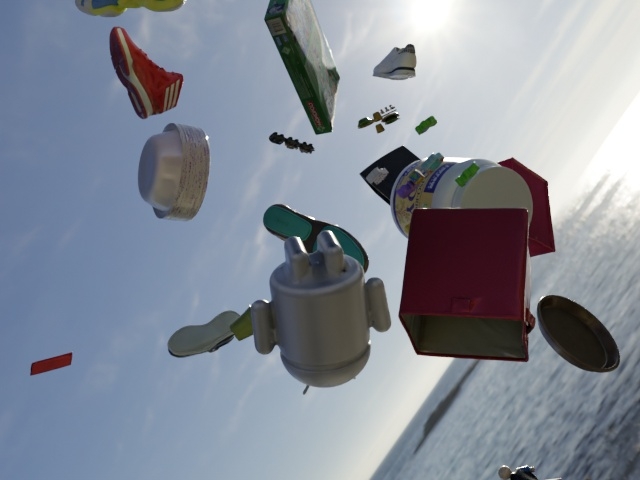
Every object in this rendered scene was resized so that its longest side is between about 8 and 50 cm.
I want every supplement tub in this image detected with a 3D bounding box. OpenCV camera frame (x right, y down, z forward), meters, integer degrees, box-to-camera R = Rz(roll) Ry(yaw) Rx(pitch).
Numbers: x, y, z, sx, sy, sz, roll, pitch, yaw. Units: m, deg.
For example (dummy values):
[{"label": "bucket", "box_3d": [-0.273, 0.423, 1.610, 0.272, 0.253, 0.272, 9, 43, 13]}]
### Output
[{"label": "supplement tub", "box_3d": [0.346, -0.087, 1.765, 0.241, 0.241, 0.331, -53, 20, -8]}]

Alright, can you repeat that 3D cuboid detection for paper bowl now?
[{"label": "paper bowl", "box_3d": [-0.440, -0.202, 2.060, 0.148, 0.284, 0.284, 7, -55, -31]}]

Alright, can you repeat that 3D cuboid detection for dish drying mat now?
[{"label": "dish drying mat", "box_3d": [-0.529, 0.242, 1.381, 0.083, 0.008, 0.032, -10, -51, -46]}]

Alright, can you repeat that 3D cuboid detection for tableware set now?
[{"label": "tableware set", "box_3d": [0.143, -0.287, 1.708, 0.104, 0.024, 0.154, -24, -5, 12]}]

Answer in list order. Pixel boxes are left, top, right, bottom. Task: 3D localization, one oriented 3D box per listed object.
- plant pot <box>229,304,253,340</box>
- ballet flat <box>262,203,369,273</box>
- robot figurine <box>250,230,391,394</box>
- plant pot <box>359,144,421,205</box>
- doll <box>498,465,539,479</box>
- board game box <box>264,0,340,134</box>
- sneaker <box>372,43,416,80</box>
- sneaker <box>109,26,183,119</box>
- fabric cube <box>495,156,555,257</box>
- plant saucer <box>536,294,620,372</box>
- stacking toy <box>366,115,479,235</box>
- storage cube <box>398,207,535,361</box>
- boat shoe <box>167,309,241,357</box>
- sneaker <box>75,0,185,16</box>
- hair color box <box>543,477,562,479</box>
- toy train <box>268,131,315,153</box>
[{"label": "plant pot", "box_3d": [-0.202, 0.231, 1.905, 0.079, 0.083, 0.083, -33, -17, -4]}, {"label": "ballet flat", "box_3d": [0.000, 0.000, 1.744, 0.108, 0.316, 0.106, -57, -24, 0]}, {"label": "robot figurine", "box_3d": [0.003, 0.162, 1.490, 0.200, 0.299, 0.354, -109, 12, -67]}, {"label": "plant pot", "box_3d": [0.268, -0.190, 2.261, 0.167, 0.187, 0.188, -47, -26, 2]}, {"label": "doll", "box_3d": [0.574, 0.678, 1.922, 0.129, 0.189, 0.046, -45, -20, -47]}, {"label": "board game box", "box_3d": [-0.032, -0.429, 1.593, 0.317, 0.046, 0.214, 63, -155, -43]}, {"label": "sneaker", "box_3d": [0.234, -0.549, 2.181, 0.235, 0.090, 0.095, -161, 71, -66]}, {"label": "sneaker", "box_3d": [-0.402, -0.399, 1.643, 0.128, 0.221, 0.087, -22, 4, -32]}, {"label": "fabric cube", "box_3d": [0.569, -0.082, 2.250, 0.259, 0.258, 0.254, 21, -119, -44]}, {"label": "plant saucer", "box_3d": [0.733, 0.271, 2.017, 0.278, 0.278, 0.041, -36, -19, -53]}, {"label": "stacking toy", "box_3d": [0.223, -0.142, 1.545, 0.221, 0.167, 0.052, -46, -22, 25]}, {"label": "storage cube", "box_3d": [0.242, 0.073, 1.148, 0.184, 0.214, 0.193, 60, -143, -56]}, {"label": "boat shoe", "box_3d": [-0.377, 0.325, 2.289, 0.302, 0.114, 0.091, -16, -35, -45]}, {"label": "sneaker", "box_3d": [-0.405, -0.544, 1.465, 0.126, 0.240, 0.091, 84, -178, -49]}, {"label": "hair color box", "box_3d": [0.343, 0.596, 1.504, 0.338, 0.110, 0.185, -5, -21, -19]}, {"label": "toy train", "box_3d": [-0.079, -0.268, 1.953, 0.158, 0.027, 0.036, 12, -28, -41]}]
